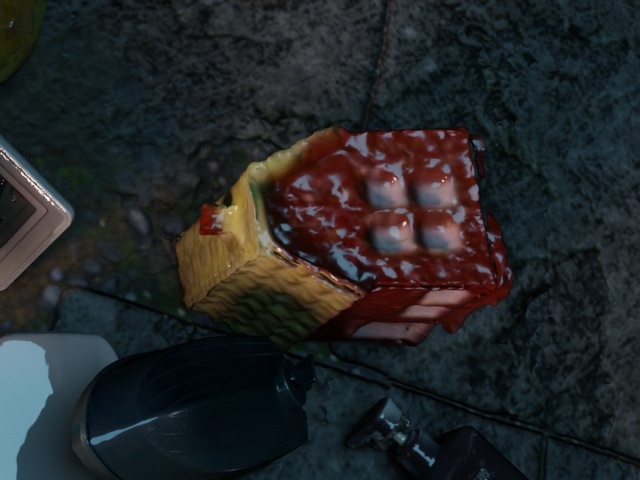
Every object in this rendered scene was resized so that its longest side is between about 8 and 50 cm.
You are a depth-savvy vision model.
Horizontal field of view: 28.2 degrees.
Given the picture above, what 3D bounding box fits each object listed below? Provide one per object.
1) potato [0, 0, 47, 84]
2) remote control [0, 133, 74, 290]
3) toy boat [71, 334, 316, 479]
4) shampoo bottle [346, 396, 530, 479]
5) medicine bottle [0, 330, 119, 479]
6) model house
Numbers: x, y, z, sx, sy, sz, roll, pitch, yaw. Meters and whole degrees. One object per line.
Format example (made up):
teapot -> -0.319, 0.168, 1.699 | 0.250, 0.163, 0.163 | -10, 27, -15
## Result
potato -> -0.301, -0.237, 1.049 | 0.149, 0.113, 0.251 | -4, 76, -23
remote control -> -0.328, -0.105, 1.008 | 0.313, 0.109, 0.055 | 46, 28, -8
toy boat -> -0.104, 0.136, 0.968 | 0.114, 0.122, 0.296 | 68, 20, 9
shampoo bottle -> 0.158, 0.255, 1.149 | 0.309, 0.071, 0.098 | 44, 60, -8
medicine bottle -> -0.210, 0.165, 0.989 | 0.119, 0.069, 0.183 | 3, 71, -37
model house -> 0.000, 0.000, 1.082 | 0.253, 0.196, 0.160 | 2, 72, -25
